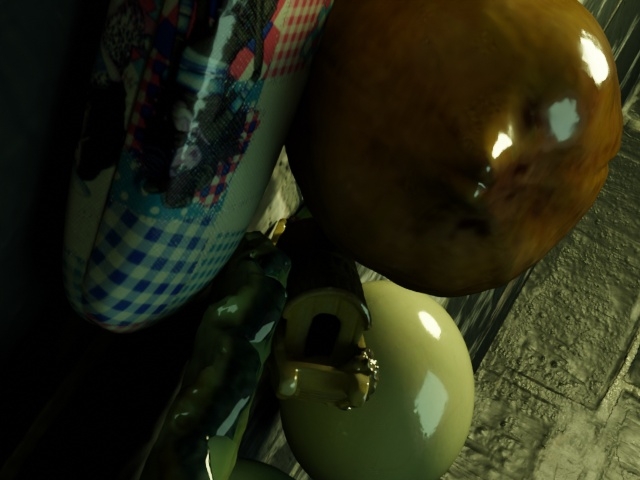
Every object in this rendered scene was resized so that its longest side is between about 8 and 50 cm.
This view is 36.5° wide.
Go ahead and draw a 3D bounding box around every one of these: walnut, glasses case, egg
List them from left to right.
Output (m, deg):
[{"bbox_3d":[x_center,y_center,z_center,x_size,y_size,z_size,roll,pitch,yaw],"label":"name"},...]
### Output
[{"bbox_3d":[-0.045,-0.102,0.457,0.125,0.076,0.327,-30,144,-62],"label":"glasses case"},{"bbox_3d":[0.054,0.145,0.924,0.186,0.186,0.241,-47,155,-41],"label":"egg"},{"bbox_3d":[0.075,-0.066,0.560,0.336,0.209,0.209,-87,-161,-77],"label":"walnut"}]

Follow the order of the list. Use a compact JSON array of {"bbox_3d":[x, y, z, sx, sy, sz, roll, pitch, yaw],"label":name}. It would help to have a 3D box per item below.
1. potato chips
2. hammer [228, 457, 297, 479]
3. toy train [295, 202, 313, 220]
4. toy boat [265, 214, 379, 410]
[{"bbox_3d":[-0.114,0.199,0.568,0.358,0.070,0.429,-70,-178,-81],"label":"potato chips"},{"bbox_3d":[-0.084,0.312,0.772,0.335,0.119,0.206,-80,-166,-84],"label":"hammer"},{"bbox_3d":[0.000,0.000,0.807,0.056,0.038,0.093,-52,160,-25],"label":"toy train"},{"bbox_3d":[-0.005,0.035,0.656,0.226,0.068,0.088,-100,-160,-64],"label":"toy boat"}]
